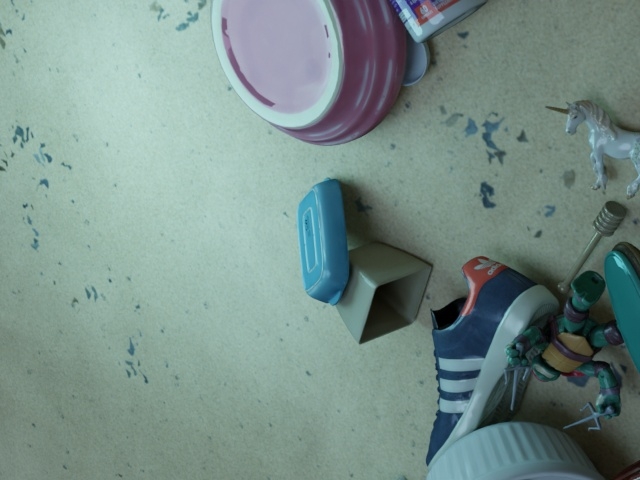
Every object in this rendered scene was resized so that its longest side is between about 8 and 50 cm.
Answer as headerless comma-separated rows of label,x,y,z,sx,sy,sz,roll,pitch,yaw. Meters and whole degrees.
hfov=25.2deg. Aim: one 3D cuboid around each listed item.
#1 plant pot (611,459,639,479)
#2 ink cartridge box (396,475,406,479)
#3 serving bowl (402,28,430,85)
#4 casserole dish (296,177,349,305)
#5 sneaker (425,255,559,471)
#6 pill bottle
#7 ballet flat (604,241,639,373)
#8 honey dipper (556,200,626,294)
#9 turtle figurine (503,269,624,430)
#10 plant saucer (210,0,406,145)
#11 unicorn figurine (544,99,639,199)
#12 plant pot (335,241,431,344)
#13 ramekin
plant pot,0.498,0.366,1.727,0.272,0.272,0.265,-35,80,44
ink cartridge box,0.130,0.472,2.200,0.175,0.072,0.127,50,133,7
serving bowl,0.111,-0.246,1.876,0.083,0.027,0.083,19,122,32
casserole dish,0.000,0.000,2.021,0.114,0.037,0.188,134,136,-59
sneaker,0.200,0.170,1.961,0.148,0.131,0.350,40,126,27
pill bottle,0.114,-0.351,1.763,0.108,0.108,0.193,-32,90,44
ballet flat,0.428,0.156,1.622,0.116,0.124,0.342,106,149,-70
honey dipper,0.341,0.015,1.822,0.030,0.030,0.160,40,134,17
turtle figurine,0.316,0.141,1.811,0.175,0.118,0.234,17,137,-12
plant saucer,-0.035,-0.281,1.918,0.332,0.084,0.332,22,123,37
unicorn figurine,0.354,-0.112,1.732,0.162,0.060,0.111,9,118,18
plant pot,0.074,0.064,2.019,0.096,0.109,0.109,42,133,32
ramekin,0.260,0.362,1.922,0.273,0.127,0.273,-5,127,-6
